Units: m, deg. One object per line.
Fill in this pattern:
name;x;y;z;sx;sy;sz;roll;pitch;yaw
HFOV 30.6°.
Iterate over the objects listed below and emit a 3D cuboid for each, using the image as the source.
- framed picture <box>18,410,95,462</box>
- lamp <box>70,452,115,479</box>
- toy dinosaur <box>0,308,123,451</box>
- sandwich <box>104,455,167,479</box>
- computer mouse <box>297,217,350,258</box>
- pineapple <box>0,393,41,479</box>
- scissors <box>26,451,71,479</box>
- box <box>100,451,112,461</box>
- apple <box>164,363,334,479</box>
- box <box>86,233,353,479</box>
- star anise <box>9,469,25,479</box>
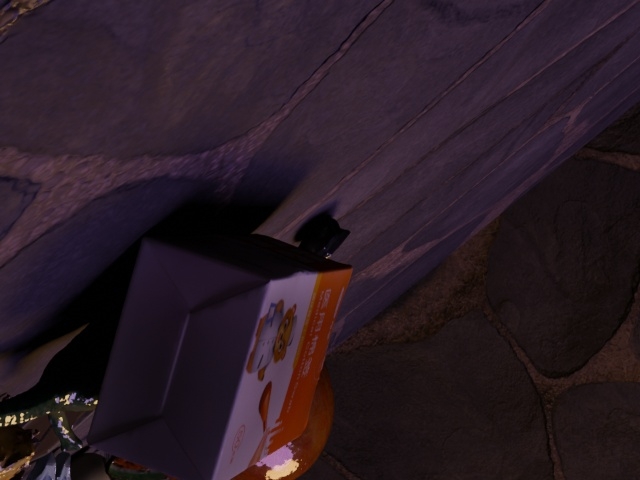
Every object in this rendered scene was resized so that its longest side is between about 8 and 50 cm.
framed picture;-0.323;0.209;1.526;0.335;0.022;0.247;-41;171;19
lamp;-0.440;0.428;2.024;0.163;0.091;0.091;-21;170;-4
toy dinosaur;-0.244;0.105;1.200;0.447;0.087;0.301;-58;154;-26
sandwich;-0.257;0.321;1.959;0.235;0.159;0.079;-35;-167;-4
computer mouse;0.000;0.000;1.653;0.079;0.047;0.135;-44;-178;2
pineapple;-0.427;0.269;1.280;0.233;0.079;0.135;-25;157;-33
scissors;-0.428;0.497;1.762;0.029;0.360;0.191;5;166;4
box;-0.315;0.394;2.150;0.152;0.048;0.100;1;-173;21
apple;-0.121;0.250;1.739;0.301;0.301;0.301;-36;171;-7
box;-0.094;0.115;1.272;0.341;0.143;0.225;-3;110;-76
star anise;-0.481;0.471;1.768;0.081;0.230;0.262;1;135;-1
